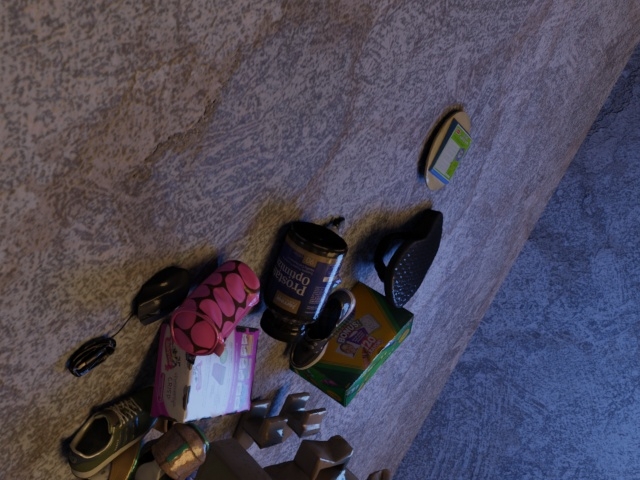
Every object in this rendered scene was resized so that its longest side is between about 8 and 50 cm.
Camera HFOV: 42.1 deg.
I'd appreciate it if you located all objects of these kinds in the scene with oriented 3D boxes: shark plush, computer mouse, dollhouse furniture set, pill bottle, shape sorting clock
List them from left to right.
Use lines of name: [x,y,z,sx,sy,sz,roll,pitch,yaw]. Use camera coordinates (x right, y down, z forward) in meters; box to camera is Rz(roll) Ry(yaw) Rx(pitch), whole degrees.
computer mouse: [-0.284,0.127,1.277,0.242,0.041,0.071,-45,154,-28]
dollhouse furniture set: [-0.089,0.556,1.795,0.394,0.362,0.256,2,118,-48]
pill bottle: [-0.039,0.084,1.611,0.123,0.122,0.219,-14,130,-59]
shark plush: [0.000,0.000,1.716,0.067,0.073,0.161,-57,-172,52]
shape sorting clock: [0.311,-0.221,2.044,0.206,0.040,0.206,-40,148,-32]

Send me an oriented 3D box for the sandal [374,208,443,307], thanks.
sandal: [0.208,0.041,2.079,0.446,0.107,0.168,-40,138,-63]

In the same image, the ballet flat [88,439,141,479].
ballet flat: [-0.378,0.419,1.408,0.073,0.080,0.232,20,99,-36]

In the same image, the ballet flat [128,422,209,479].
ballet flat: [-0.289,0.402,1.452,0.106,0.107,0.316,-37,168,-36]

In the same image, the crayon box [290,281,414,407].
crayon box: [0.077,0.243,1.982,0.278,0.165,0.081,-44,153,-32]

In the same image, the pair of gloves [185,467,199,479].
pair of gloves: [-0.300,0.507,1.731,0.198,0.023,0.159,-53,155,-15]

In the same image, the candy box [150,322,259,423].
candy box: [-0.198,0.228,1.466,0.233,0.071,0.159,16,80,-67]

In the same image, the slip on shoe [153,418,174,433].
slip on shoe: [-0.266,0.288,1.506,0.135,0.041,0.051,-62,157,9]

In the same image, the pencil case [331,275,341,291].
pencil case: [-0.021,0.121,1.764,0.152,0.064,0.070,-49,142,-20]

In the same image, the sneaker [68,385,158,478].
sneaker: [-0.333,0.301,1.357,0.192,0.064,0.086,-43,156,-28]

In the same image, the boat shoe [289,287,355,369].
boat shoe: [-0.007,0.201,1.832,0.228,0.080,0.076,-51,166,22]

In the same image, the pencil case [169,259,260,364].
pencil case: [-0.164,0.110,1.356,0.095,0.098,0.209,-67,174,29]
